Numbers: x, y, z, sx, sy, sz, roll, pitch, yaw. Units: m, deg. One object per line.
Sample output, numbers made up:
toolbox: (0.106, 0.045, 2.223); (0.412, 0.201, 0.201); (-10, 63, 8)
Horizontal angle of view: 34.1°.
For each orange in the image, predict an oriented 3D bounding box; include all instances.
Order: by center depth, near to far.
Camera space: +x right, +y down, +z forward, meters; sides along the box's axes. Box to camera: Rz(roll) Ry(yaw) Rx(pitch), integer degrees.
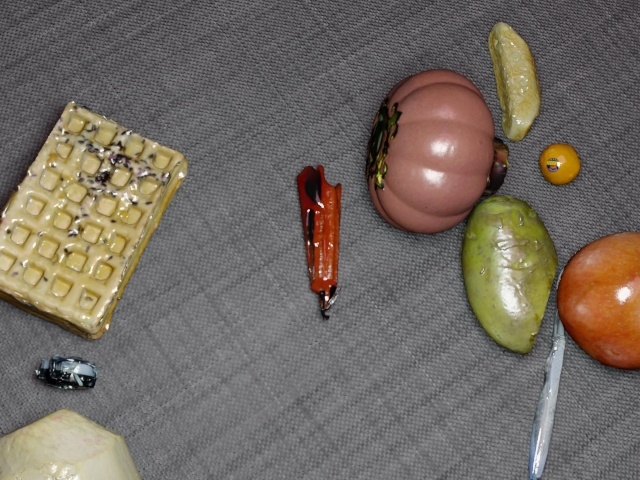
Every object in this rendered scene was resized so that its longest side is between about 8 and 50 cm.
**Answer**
orange: (0.462, -0.148, 2.009); (0.084, 0.083, 0.083); (2, 72, -6)

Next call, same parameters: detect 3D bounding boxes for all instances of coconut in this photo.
coconut: (-0.408, 0.401, 1.662); (0.259, 0.259, 0.259); (2, 72, -6)

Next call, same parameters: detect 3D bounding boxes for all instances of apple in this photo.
apple: (0.564, 0.106, 1.862); (0.272, 0.206, 0.251); (17, 76, -21)

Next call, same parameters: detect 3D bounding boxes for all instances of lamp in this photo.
lamp: (0.211, -0.155, 1.876); (0.240, 0.305, 0.305); (10, 71, -15)

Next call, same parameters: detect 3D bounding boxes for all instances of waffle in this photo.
waffle: (-0.421, -0.035, 1.859); (0.261, 0.114, 0.376); (25, 71, 3)

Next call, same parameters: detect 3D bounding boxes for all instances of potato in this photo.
potato: (0.348, 0.061, 1.905); (0.176, 0.141, 0.298); (-7, 80, 4)

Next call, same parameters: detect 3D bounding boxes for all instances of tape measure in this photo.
tape measure: (-0.432, 0.227, 1.786); (0.094, 0.091, 0.054); (17, 69, -34)

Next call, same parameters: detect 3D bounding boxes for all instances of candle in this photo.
candle: (0.000, 0.000, 1.925); (0.084, 0.059, 0.301); (-3, 71, 5)

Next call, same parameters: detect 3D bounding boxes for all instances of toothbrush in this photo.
toothbrush: (0.426, 0.235, 1.908); (0.035, 0.042, 0.413); (14, 73, -2)

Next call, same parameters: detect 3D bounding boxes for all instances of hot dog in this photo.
hot dog: (0.386, -0.315, 2.055); (0.073, 0.084, 0.242); (-4, 72, -11)
